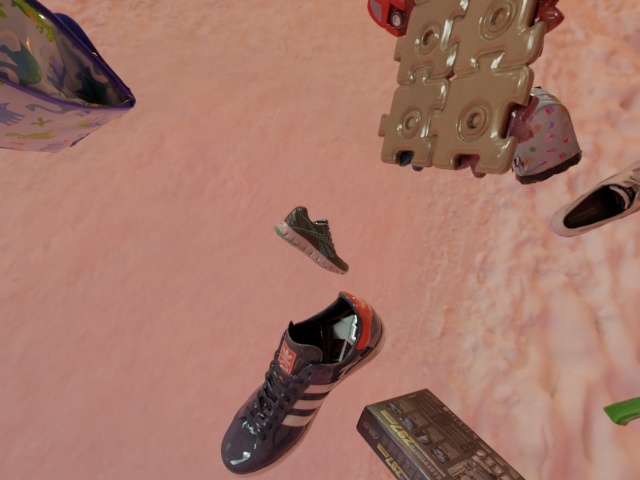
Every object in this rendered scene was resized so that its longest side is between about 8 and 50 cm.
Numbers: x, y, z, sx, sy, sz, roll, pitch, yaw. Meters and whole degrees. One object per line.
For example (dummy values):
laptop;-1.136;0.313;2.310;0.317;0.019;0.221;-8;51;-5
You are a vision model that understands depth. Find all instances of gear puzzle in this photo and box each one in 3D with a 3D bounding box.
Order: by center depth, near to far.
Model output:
gear puzzle;0.145;-0.225;0.361;0.044;0.175;0.339;7;99;-29

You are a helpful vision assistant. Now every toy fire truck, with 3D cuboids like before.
toy fire truck;0.073;-0.351;0.470;0.047;0.192;0.135;-37;68;-23

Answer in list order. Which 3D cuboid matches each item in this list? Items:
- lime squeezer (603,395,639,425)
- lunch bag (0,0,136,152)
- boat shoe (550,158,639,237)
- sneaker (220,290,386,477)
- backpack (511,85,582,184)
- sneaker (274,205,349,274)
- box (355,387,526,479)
lime squeezer;0.289;0.039;0.256;0.058;0.311;0.110;15;25;12
lunch bag;-0.250;-0.127;0.329;0.151;0.128;0.097;27;58;-52
boat shoe;0.606;-0.092;0.840;0.096;0.267;0.088;65;17;8
sneaker;-0.046;0.218;0.667;0.350;0.148;0.131;-46;51;-11
backpack;0.440;-0.215;0.834;0.182;0.151;0.115;54;16;-27
sneaker;0.000;0.000;0.749;0.166;0.065;0.076;38;83;-26
box;0.202;0.368;0.715;0.183;0.059;0.232;4;22;-40
